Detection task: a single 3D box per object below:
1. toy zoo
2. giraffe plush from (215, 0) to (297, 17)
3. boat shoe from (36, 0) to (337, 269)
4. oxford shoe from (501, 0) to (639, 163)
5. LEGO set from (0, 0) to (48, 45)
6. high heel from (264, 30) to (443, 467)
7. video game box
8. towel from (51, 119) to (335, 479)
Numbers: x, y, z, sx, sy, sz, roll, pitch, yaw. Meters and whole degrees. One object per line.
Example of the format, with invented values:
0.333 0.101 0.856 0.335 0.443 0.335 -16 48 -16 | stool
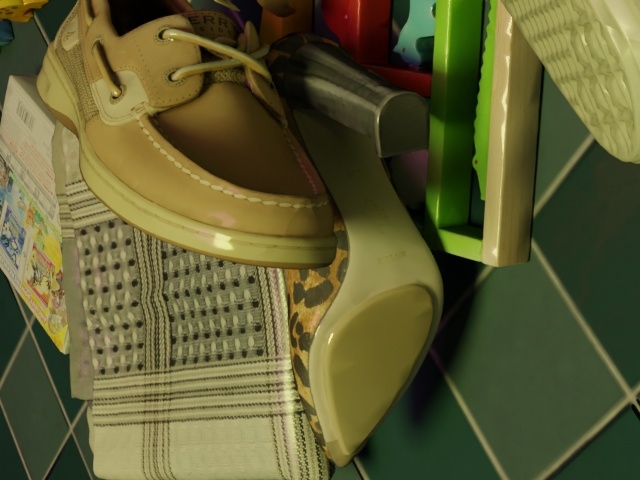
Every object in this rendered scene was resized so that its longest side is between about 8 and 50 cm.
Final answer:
0.033 -0.104 0.950 0.293 0.030 0.192 19 111 51 | toy zoo
-0.052 -0.267 0.917 0.170 0.181 0.210 -52 52 16 | giraffe plush
-0.089 -0.089 0.868 0.341 0.122 0.110 42 120 49 | boat shoe
0.125 -0.224 0.743 0.169 0.130 0.449 68 179 -52 | oxford shoe
-0.338 -0.239 1.376 0.227 0.093 0.087 -28 73 51 | LEGO set
0.000 0.000 0.927 0.186 0.093 0.261 38 126 56 | high heel
-0.251 -0.027 1.330 0.205 0.048 0.187 46 126 40 | video game box
-0.119 0.032 1.094 0.324 0.056 0.312 -8 89 51 | towel
